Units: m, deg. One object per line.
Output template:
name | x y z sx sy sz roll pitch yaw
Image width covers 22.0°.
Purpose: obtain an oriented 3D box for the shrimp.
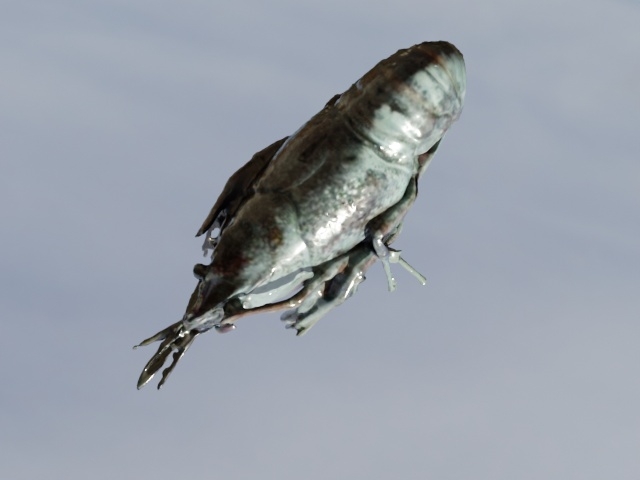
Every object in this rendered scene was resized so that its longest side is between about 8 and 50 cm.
shrimp | 0.001 -0.002 1.333 0.172 0.372 0.137 41 -166 6
